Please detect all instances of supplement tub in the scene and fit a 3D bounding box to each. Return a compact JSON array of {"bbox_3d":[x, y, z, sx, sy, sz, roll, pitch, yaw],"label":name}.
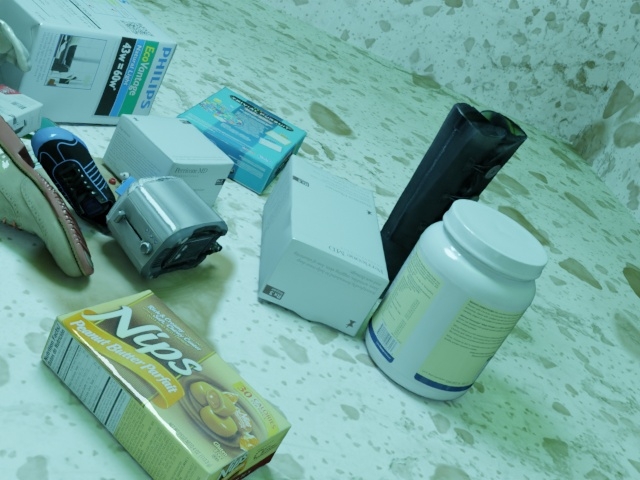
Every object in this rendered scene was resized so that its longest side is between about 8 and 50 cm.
[{"bbox_3d":[0.252,0.111,1.568,0.235,0.325,0.235,24,26,-12],"label":"supplement tub"}]

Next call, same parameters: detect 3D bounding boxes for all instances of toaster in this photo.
[{"bbox_3d":[-0.271,-0.030,1.495,0.146,0.129,0.227,49,25,12],"label":"toaster"}]

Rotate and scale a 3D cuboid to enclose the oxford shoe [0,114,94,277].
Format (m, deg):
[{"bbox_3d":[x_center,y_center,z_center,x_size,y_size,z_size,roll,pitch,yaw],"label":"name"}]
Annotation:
[{"bbox_3d":[-0.502,-0.056,1.394,0.130,0.123,0.348,-35,70,-16],"label":"oxford shoe"}]

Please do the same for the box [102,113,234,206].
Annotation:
[{"bbox_3d":[-0.314,-0.163,1.730,0.182,0.119,0.181,42,26,26],"label":"box"}]

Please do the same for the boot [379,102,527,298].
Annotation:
[{"bbox_3d":[0.291,-0.083,1.827,0.146,0.445,0.367,41,28,24],"label":"boot"}]

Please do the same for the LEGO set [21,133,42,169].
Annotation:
[{"bbox_3d":[-0.595,-0.163,1.555,0.182,0.060,0.244,40,39,21],"label":"LEGO set"}]

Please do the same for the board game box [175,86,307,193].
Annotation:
[{"bbox_3d":[-0.196,-0.255,2.077,0.253,0.079,0.336,29,25,1],"label":"board game box"}]

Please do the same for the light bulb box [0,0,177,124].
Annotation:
[{"bbox_3d":[-0.584,-0.442,1.854,0.358,0.225,0.361,42,27,27],"label":"light bulb box"}]

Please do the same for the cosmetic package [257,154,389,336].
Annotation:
[{"bbox_3d":[0.000,0.000,1.715,0.217,0.156,0.385,23,25,-16],"label":"cosmetic package"}]

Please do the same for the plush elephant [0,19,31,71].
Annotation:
[{"bbox_3d":[-0.710,-0.367,1.573,0.272,0.330,0.255,39,8,37],"label":"plush elephant"}]

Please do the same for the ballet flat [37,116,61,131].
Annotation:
[{"bbox_3d":[-0.533,-0.211,1.705,0.114,0.041,0.041,35,26,12],"label":"ballet flat"}]

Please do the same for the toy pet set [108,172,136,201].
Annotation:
[{"bbox_3d":[-0.392,-0.104,1.609,0.114,0.065,0.122,36,27,16],"label":"toy pet set"}]

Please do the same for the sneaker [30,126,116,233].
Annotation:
[{"bbox_3d":[-0.415,-0.101,1.454,0.090,0.081,0.232,59,-1,34],"label":"sneaker"}]

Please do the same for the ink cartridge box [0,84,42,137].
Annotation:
[{"bbox_3d":[-0.597,-0.228,1.544,0.099,0.056,0.135,27,34,12],"label":"ink cartridge box"}]

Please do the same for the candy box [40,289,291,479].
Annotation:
[{"bbox_3d":[-0.216,0.212,1.176,0.316,0.087,0.183,39,27,21],"label":"candy box"}]
